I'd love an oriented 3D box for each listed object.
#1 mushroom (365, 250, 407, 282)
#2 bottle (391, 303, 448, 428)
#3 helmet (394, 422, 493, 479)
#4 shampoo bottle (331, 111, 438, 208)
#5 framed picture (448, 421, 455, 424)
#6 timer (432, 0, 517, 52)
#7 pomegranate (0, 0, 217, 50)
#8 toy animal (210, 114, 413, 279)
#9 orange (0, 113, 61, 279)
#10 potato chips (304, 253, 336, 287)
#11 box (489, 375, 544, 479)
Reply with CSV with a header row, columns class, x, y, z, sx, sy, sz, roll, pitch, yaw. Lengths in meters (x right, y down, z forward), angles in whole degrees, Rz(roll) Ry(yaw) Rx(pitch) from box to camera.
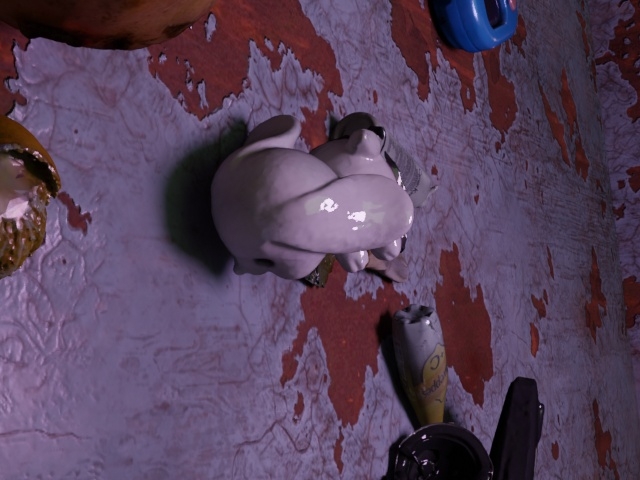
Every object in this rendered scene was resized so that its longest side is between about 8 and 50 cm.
class,x,y,z,sx,sy,sz,roll,pitch,yaw
mushroom,0.097,0.029,1.699,0.202,0.054,0.059,24,67,-63
bottle,0.174,0.236,1.744,0.083,0.083,0.269,-50,133,-55
helmet,0.190,0.388,1.673,0.177,0.153,0.107,-62,161,-52
shampoo bottle,0.113,-0.115,1.727,0.262,0.085,0.085,38,50,-53
framed picture,0.232,0.453,1.802,0.184,0.016,0.249,59,32,-63
timer,0.305,-0.565,2.179,0.309,0.115,0.340,-39,116,-59
pomegranate,-0.217,-0.315,0.952,0.322,0.322,0.322,26,59,-57
toy animal,-0.004,-0.052,1.343,0.289,0.249,0.174,-61,168,-61
orange,-0.295,-0.038,0.904,0.157,0.134,0.156,17,66,-43
potato chips,0.000,0.000,1.550,0.209,0.026,0.142,-21,103,-61
box,0.313,0.457,1.791,0.359,0.091,0.350,-71,167,-45
